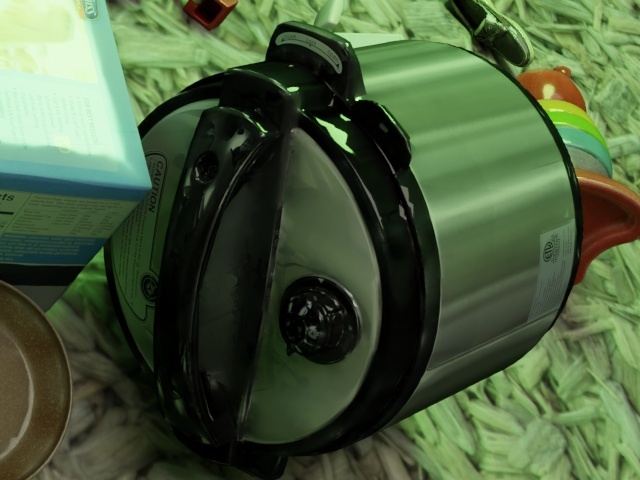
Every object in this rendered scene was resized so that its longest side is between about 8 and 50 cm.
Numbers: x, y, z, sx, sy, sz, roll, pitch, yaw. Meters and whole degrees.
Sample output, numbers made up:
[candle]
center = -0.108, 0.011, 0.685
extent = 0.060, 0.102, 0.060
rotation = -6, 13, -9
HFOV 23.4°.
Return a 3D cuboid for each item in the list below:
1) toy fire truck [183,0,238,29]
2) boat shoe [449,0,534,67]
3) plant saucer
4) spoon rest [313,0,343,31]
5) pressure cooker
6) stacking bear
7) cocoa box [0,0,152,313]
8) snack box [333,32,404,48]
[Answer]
[toy fire truck]
center = -0.156, -0.354, 1.851
extent = 0.192, 0.047, 0.135
rotation = 46, 43, 0
[boat shoe]
center = 0.229, -0.291, 2.116
extent = 0.049, 0.056, 0.152
rotation = -27, 68, -42
[plant saucer]
center = -0.310, 0.127, 1.334
extent = 0.199, 0.036, 0.198
rotation = 13, 69, -35
[spoon rest]
center = 0.082, -0.168, 1.801
extent = 0.276, 0.084, 0.137
rotation = 42, 42, -26
[pressure cooker]
center = 0.005, 0.000, 1.449
extent = 0.420, 0.375, 0.370
rotation = -19, 83, -50
[stacking bear]
center = 0.291, -0.108, 1.955
extent = 0.164, 0.175, 0.289
rotation = 33, 33, -25
[cocoa box]
center = -0.331, -0.139, 1.406
extent = 0.231, 0.228, 0.347
rotation = 5, 56, -37
[snack box]
center = 0.080, -0.104, 1.839
extent = 0.187, 0.060, 0.322
rotation = -5, 62, -41
